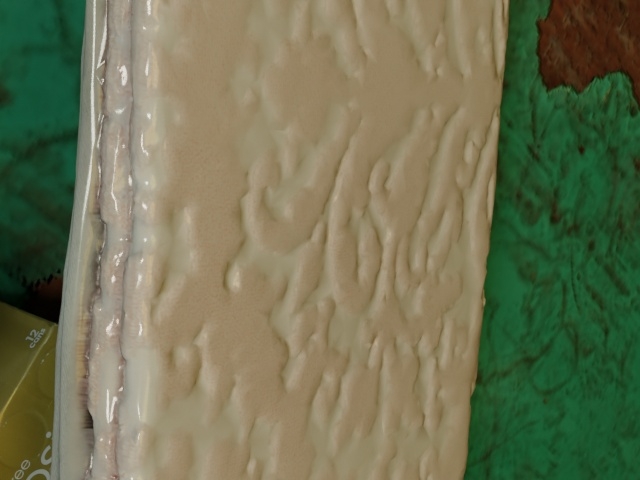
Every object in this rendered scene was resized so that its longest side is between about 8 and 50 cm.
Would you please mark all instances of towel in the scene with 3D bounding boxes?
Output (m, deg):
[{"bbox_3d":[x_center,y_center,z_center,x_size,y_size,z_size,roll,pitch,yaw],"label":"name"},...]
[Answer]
[{"bbox_3d":[0.000,0.000,0.562,0.317,0.053,0.331,-9,106,-59],"label":"towel"}]

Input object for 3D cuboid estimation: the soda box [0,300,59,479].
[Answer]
[{"bbox_3d":[-0.146,0.115,0.492,0.061,0.058,0.181,43,69,-42],"label":"soda box"}]
